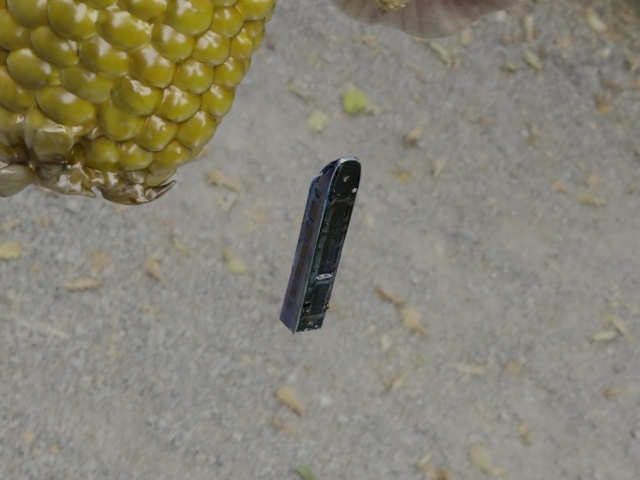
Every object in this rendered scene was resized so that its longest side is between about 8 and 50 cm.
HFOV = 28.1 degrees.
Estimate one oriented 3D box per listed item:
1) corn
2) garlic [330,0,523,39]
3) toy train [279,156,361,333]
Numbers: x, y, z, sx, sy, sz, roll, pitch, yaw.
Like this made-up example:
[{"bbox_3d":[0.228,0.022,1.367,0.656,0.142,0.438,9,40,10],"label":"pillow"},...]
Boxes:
[{"bbox_3d":[-0.036,-0.156,0.421,0.106,0.305,0.106,23,15,-7],"label":"corn"},{"bbox_3d":[0.067,-0.242,0.934,0.245,0.245,0.253,29,37,-6],"label":"garlic"},{"bbox_3d":[0.000,0.000,0.547,0.017,0.083,0.017,-6,31,-37],"label":"toy train"}]
